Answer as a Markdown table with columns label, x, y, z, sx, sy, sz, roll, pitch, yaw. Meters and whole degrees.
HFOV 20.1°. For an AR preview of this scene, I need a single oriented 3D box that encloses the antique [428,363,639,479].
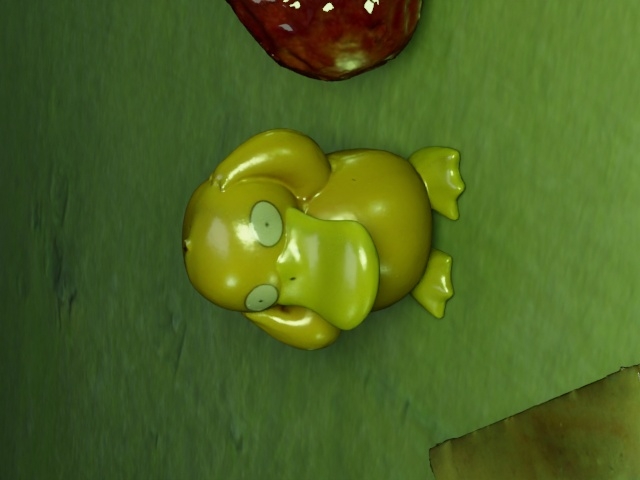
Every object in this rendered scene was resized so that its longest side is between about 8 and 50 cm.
| label | x | y | z | sx | sy | sz | roll | pitch | yaw |
| --- | --- | --- | --- | --- | --- | --- | --- | --- | --- |
| antique | 0.206 | 0.165 | 1.439 | 0.310 | 0.093 | 0.087 | -34 | 69 | 56 |

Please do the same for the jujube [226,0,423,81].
| label | x | y | z | sx | sy | sz | roll | pitch | yaw |
| --- | --- | --- | --- | --- | --- | --- | --- | --- | --- |
| jujube | -0.014 | -0.282 | 1.572 | 0.197 | 0.197 | 0.290 | -21 | 91 | 58 |

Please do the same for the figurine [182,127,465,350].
| label | x | y | z | sx | sy | sz | roll | pitch | yaw |
| --- | --- | --- | --- | --- | --- | --- | --- | --- | --- |
| figurine | 0.002 | -0.003 | 1.596 | 0.215 | 0.228 | 0.215 | 11 | 110 | 32 |
